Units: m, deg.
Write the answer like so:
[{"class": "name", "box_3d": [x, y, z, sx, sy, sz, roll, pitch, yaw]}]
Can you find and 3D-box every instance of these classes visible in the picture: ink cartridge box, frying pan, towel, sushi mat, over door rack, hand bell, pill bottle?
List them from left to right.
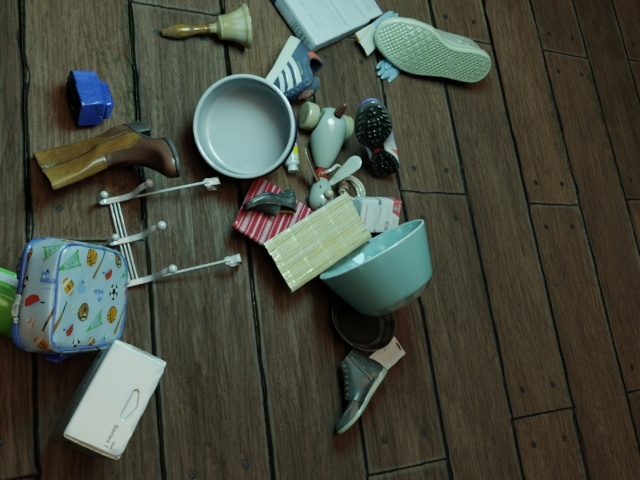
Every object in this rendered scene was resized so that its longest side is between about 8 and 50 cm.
[{"class": "ink cartridge box", "box_3d": [-0.443, 0.333, 1.298, 0.117, 0.278, 0.201, 31, 62, -16]}, {"class": "over door rack", "box_3d": [-0.361, -0.032, 1.557, 0.324, 0.108, 0.240, -12, 81, -30]}, {"class": "hand bell", "box_3d": [-0.325, -0.596, 1.775, 0.241, 0.126, 0.126, -10, 79, -16]}, {"class": "towel", "box_3d": [-0.095, -0.036, 1.713, 0.274, 0.031, 0.199, 33, 49, -18]}, {"class": "pill bottle", "box_3d": [-0.083, -0.237, 1.803, 0.043, 0.043, 0.083, 0, 75, -28]}, {"class": "ink cartridge box", "box_3d": [-0.005, -0.791, 2.008, 0.330, 0.071, 0.324, -35, 91, -35]}, {"class": "sushi mat", "box_3d": [0.000, 0.000, 1.705, 0.316, 0.019, 0.151, -33, 93, -31]}, {"class": "frying pan", "box_3d": [0.111, 0.162, 1.775, 0.197, 0.053, 0.326, 9, 56, -22]}, {"class": "ink cartridge box", "box_3d": [0.162, -0.077, 1.850, 0.135, 0.056, 0.099, 0, 107, -28]}, {"class": "ink cartridge box", "box_3d": [0.181, 0.326, 1.771, 0.115, 0.029, 0.063, -33, 91, -32]}]

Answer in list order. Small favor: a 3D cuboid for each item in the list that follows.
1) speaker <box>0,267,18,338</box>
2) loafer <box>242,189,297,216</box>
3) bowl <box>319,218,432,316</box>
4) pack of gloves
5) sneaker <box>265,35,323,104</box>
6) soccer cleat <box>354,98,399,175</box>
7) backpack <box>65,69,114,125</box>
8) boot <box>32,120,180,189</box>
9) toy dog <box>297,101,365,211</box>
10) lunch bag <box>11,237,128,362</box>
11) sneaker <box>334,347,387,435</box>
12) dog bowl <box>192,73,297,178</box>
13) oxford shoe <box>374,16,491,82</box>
[{"class": "speaker", "box_3d": [-0.724, 0.109, 1.312, 0.296, 0.131, 0.131, 25, 64, -19]}, {"class": "loafer", "box_3d": [-0.127, -0.093, 1.662, 0.170, 0.062, 0.061, -14, 79, -39]}, {"class": "bowl", "box_3d": [0.172, 0.088, 1.664, 0.311, 0.311, 0.163, -33, 96, -31]}, {"class": "pack of gloves", "box_3d": [0.223, -0.645, 2.105, 0.232, 0.046, 0.195, -42, 109, -31]}, {"class": "sneaker", "box_3d": [-0.090, -0.433, 1.811, 0.148, 0.131, 0.350, 30, 62, -11]}, {"class": "soccer cleat", "box_3d": [0.163, -0.318, 1.839, 0.108, 0.318, 0.117, -13, 58, 11]}, {"class": "backpack", "box_3d": [-0.574, -0.357, 1.558, 0.101, 0.098, 0.120, -12, 67, -39]}, {"class": "boot", "box_3d": [-0.498, -0.186, 1.478, 0.280, 0.096, 0.264, -25, 52, -32]}, {"class": "toy dog", "box_3d": [0.035, -0.261, 1.804, 0.220, 0.161, 0.334, -11, 80, -30]}, {"class": "lunch bag", "box_3d": [-0.517, 0.125, 1.312, 0.114, 0.303, 0.243, 3, 84, 12]}, {"class": "sneaker", "box_3d": [0.073, 0.400, 1.674, 0.118, 0.083, 0.222, 35, 64, 4]}, {"class": "dog bowl", "box_3d": [-0.194, -0.294, 1.651, 0.264, 0.104, 0.265, 0, 95, 4]}, {"class": "oxford shoe", "box_3d": [0.368, -0.643, 2.108, 0.449, 0.169, 0.130, 8, 43, -26]}]
